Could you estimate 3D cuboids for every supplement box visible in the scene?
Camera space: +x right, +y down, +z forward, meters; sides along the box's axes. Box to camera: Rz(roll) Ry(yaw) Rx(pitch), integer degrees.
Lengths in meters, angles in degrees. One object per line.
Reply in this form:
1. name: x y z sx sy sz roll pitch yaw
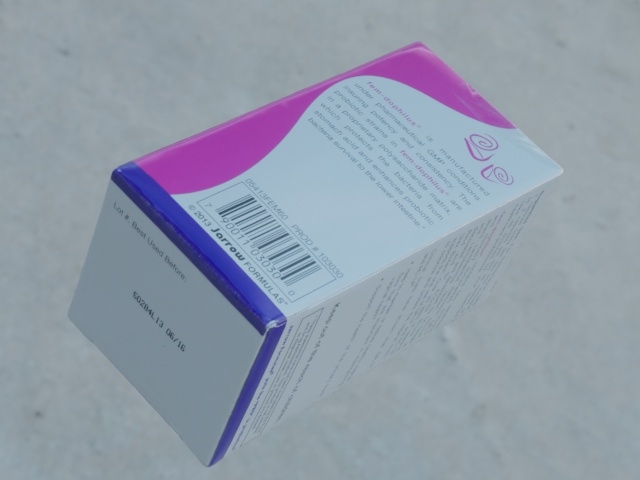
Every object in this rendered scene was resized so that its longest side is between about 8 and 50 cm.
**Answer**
1. supplement box: 0.000 0.000 0.888 0.220 0.114 0.111 -27 63 -40
